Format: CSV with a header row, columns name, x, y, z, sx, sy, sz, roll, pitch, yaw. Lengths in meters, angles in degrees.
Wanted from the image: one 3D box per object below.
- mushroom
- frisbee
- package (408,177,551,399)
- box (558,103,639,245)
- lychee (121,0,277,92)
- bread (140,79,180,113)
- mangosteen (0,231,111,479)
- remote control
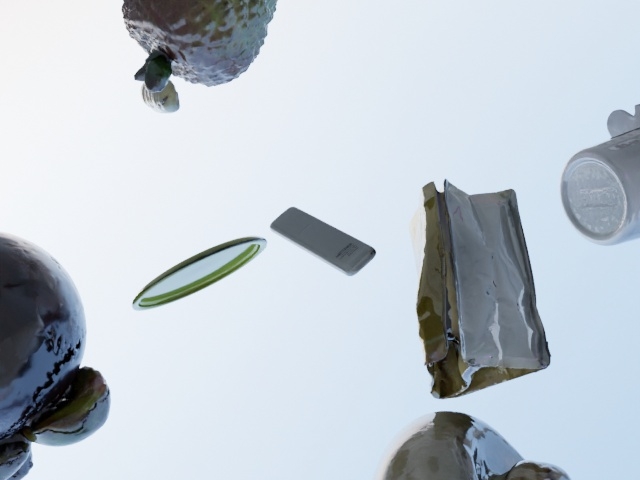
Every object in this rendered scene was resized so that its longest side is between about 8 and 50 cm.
name,x,y,z,sx,sy,sz,roll,pitch,yaw
mushroom,0.235,0.379,0.979,0.295,0.362,0.362,-36,-147,23
frisbee,-0.192,0.051,1.204,0.236,0.017,0.236,-27,171,-5
package,0.203,0.070,1.199,0.221,0.165,0.311,-30,-127,44
box,0.558,-0.120,1.381,0.207,0.262,0.291,-17,-120,-25
lychee,-0.092,-0.172,0.575,0.146,0.114,0.114,-53,-142,-8
bread,-0.316,-0.281,1.472,0.053,0.073,0.214,-16,-160,-18
mangosteen,-0.546,0.185,1.196,0.381,0.421,0.381,-27,178,-1
remote control,0.000,0.000,1.336,0.067,0.029,0.261,-42,-143,-16
